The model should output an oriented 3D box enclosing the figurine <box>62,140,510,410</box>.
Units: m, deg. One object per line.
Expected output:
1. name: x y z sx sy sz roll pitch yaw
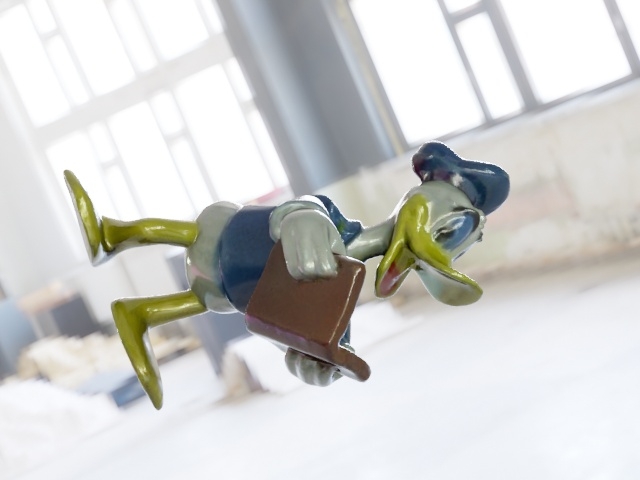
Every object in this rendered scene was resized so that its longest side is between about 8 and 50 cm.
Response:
1. figurine: 0.000 0.000 1.310 0.338 0.204 0.283 -21 18 -12
